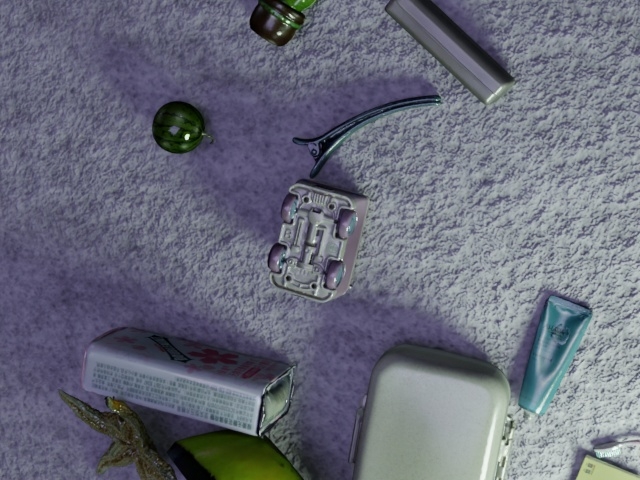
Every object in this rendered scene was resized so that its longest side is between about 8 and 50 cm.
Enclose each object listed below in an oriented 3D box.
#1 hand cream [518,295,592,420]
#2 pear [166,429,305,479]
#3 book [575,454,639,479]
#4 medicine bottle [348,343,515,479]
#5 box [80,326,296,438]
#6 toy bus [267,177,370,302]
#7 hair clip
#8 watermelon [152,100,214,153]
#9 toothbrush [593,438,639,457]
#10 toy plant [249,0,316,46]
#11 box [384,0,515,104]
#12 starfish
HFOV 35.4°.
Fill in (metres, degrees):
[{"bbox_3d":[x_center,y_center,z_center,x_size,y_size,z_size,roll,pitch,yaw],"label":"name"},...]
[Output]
[{"bbox_3d":[0.402,0.212,1.757,0.083,0.048,0.224,20,98,16],"label":"hand cream"},{"bbox_3d":[-0.097,0.486,1.817,0.165,0.399,0.399,-37,86,-14],"label":"pear"},{"bbox_3d":[0.507,0.431,1.766,0.111,0.014,0.077,21,111,13],"label":"book"},{"bbox_3d":[0.191,0.385,1.799,0.282,0.123,0.375,12,102,16],"label":"medicine bottle"},{"bbox_3d":[-0.239,0.258,1.876,0.370,0.190,0.112,10,101,14],"label":"box"},{"bbox_3d":[0.000,0.000,1.789,0.142,0.142,0.202,16,102,14],"label":"toy bus"},{"bbox_3d":[0.083,-0.206,1.785,0.275,0.048,0.083,-26,86,17],"label":"hair clip"},{"bbox_3d":[-0.259,-0.209,1.858,0.109,0.109,0.109,3,99,16],"label":"watermelon"},{"bbox_3d":[0.607,0.347,1.723,0.269,0.021,0.027,-11,114,19],"label":"toothbrush"},{"bbox_3d":[-0.056,-0.427,1.768,0.093,0.093,0.162,36,107,9],"label":"toy plant"},{"bbox_3d":[0.219,-0.330,1.694,0.243,0.103,0.055,45,114,6],"label":"box"},{"bbox_3d":[-0.374,0.402,1.929,0.347,0.078,0.358,52,148,-13],"label":"starfish"}]
